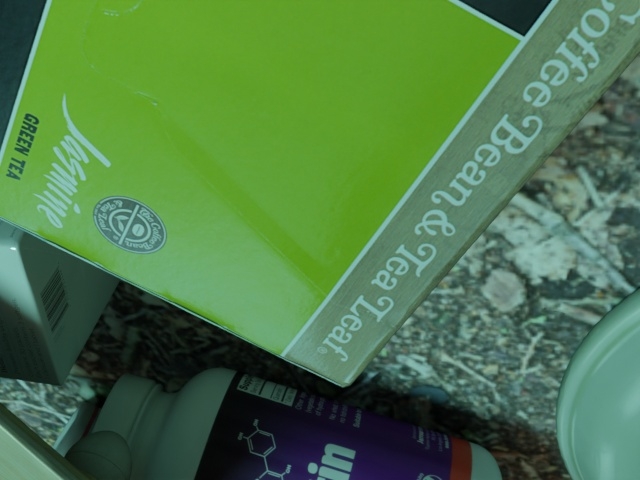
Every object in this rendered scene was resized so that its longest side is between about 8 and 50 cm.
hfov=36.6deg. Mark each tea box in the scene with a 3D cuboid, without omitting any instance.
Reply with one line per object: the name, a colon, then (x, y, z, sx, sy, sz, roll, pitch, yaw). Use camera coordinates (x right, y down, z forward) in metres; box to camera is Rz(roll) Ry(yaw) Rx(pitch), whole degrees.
tea box: (-0.031, -0.157, 0.452, 0.323, 0.220, 0.329, 29, 132, -8)

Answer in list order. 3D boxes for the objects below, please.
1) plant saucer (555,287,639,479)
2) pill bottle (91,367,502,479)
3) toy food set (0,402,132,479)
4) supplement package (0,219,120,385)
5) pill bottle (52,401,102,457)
plant saucer: (0.374, 0.170, 0.698, 0.400, 0.100, 0.400, 8, 131, 9)
pill bottle: (-0.026, 0.215, 0.794, 0.323, 0.181, 0.181, 16, 132, 2)
toy food set: (-0.255, 0.137, 0.684, 0.306, 0.092, 0.220, 45, 126, -10)
supplement package: (-0.291, 0.001, 0.719, 0.244, 0.134, 0.139, 6, 130, 11)
pill bottle: (-0.174, 0.225, 0.909, 0.160, 0.087, 0.087, 32, 131, -12)
